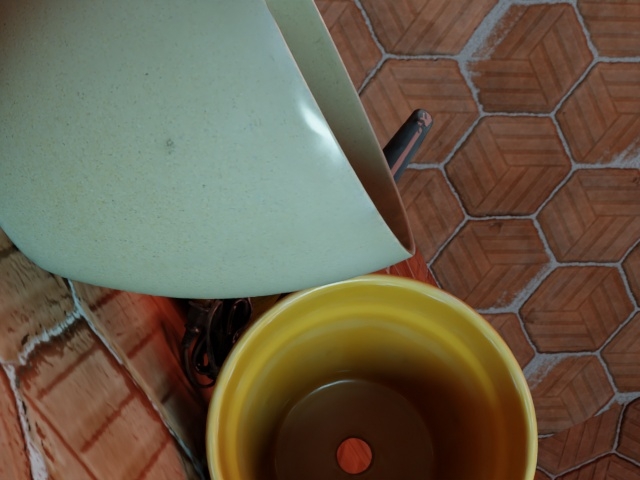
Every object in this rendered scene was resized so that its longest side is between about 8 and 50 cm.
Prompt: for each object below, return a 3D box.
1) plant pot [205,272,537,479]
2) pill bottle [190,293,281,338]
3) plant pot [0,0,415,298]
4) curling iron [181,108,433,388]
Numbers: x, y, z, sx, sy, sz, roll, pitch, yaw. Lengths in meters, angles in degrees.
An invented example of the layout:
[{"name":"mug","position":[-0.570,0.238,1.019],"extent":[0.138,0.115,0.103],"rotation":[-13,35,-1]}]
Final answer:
[{"name":"plant pot","position":[0.027,0.140,1.011],"extent":[0.188,0.205,0.205],"rotation":[105,-38,-77]},{"name":"pill bottle","position":[-0.043,0.035,1.131],"extent":[0.184,0.103,0.103],"rotation":[59,9,-33]},{"name":"plant pot","position":[-0.092,-0.080,0.838],"extent":[0.284,0.191,0.284],"rotation":[62,9,-16]},{"name":"curling iron","position":[0.000,0.000,1.065],"extent":[0.035,0.274,0.068],"rotation":[14,-38,47]}]
